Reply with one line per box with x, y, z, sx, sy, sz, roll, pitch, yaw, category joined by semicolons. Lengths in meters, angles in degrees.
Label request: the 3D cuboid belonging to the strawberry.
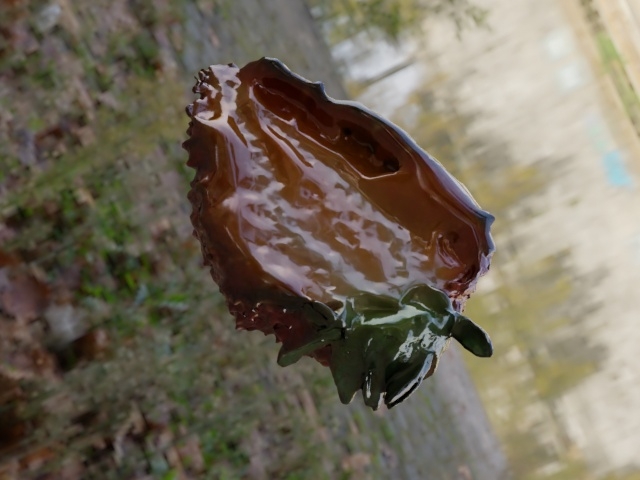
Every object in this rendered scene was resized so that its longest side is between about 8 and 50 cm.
0.001;0.003;0.690;0.140;0.192;0.085;-59;171;-36;strawberry
